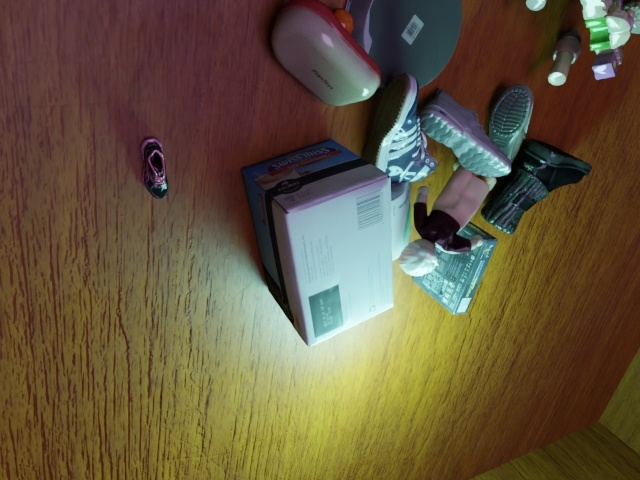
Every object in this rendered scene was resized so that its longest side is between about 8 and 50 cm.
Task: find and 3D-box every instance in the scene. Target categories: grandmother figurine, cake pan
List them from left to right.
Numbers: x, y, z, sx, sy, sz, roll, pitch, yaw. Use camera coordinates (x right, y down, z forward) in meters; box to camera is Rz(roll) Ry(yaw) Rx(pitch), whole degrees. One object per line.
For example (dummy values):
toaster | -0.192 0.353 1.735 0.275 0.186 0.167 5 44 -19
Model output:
cake pan | 0.180 -0.443 1.073 0.293 0.054 0.293 -16 125 -24
grandmother figurine | 0.314 -0.046 1.285 0.342 0.207 0.104 -49 168 -21

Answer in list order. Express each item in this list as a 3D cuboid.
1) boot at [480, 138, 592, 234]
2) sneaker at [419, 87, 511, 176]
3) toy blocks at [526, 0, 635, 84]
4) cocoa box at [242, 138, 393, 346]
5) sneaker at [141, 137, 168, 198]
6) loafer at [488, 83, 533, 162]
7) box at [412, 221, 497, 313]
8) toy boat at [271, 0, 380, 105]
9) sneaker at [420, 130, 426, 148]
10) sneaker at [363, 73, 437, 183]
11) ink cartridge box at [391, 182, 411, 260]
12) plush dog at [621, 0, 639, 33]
boot | 0.621 -0.147 1.491 0.348 0.131 0.260 2 122 -43
sneaker | 0.366 -0.257 1.232 0.281 0.105 0.115 35 70 -22
toy blocks | 0.679 -0.557 1.180 0.288 0.308 0.260 50 58 -39
cocoa box | 0.000 0.000 1.111 0.231 0.228 0.347 -22 127 -19
sneaker | -0.304 -0.126 0.951 0.047 0.057 0.119 -18 127 -26
loafer | 0.498 -0.296 1.360 0.087 0.094 0.251 -38 146 -41
box | 0.363 0.057 1.415 0.059 0.183 0.233 1 116 -34
toy boat | 0.020 -0.375 0.975 0.231 0.151 0.151 32 67 -42
sneaker | 0.233 -0.222 1.253 0.043 0.040 0.109 -24 127 -15
sneaker | 0.199 -0.236 1.135 0.153 0.099 0.282 0 139 -16
ink cartridge box | 0.180 -0.031 1.237 0.056 0.225 0.181 3 127 14
plush dog | 0.889 -0.699 1.307 0.225 0.210 0.262 42 92 -19
